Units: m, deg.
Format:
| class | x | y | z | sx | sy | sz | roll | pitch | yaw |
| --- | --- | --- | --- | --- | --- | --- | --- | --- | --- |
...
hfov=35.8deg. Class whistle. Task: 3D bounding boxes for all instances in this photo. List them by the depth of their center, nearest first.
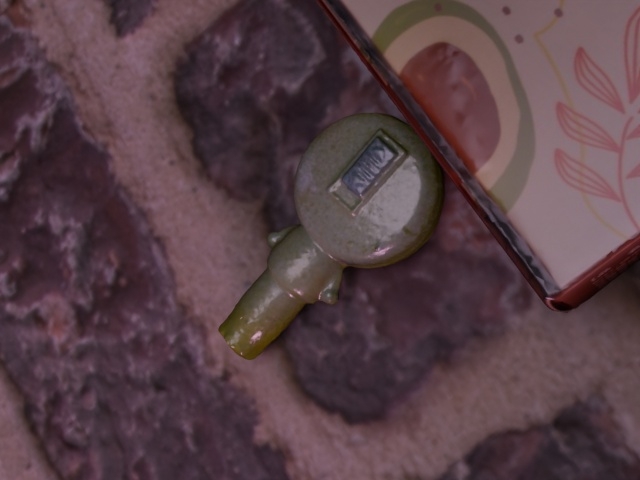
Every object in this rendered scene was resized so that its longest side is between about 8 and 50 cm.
| class | x | y | z | sx | sy | sz | roll | pitch | yaw |
| --- | --- | --- | --- | --- | --- | --- | --- | --- | --- |
| whistle | 0.000 | 0.000 | 0.674 | 0.198 | 0.057 | 0.104 | -47 | 70 | 9 |

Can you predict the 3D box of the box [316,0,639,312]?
| class | x | y | z | sx | sy | sz | roll | pitch | yaw |
| --- | --- | --- | --- | --- | --- | --- | --- | --- | --- |
| box | 0.192 | -0.208 | 0.590 | 0.385 | 0.122 | 0.345 | -39 | 72 | 13 |
